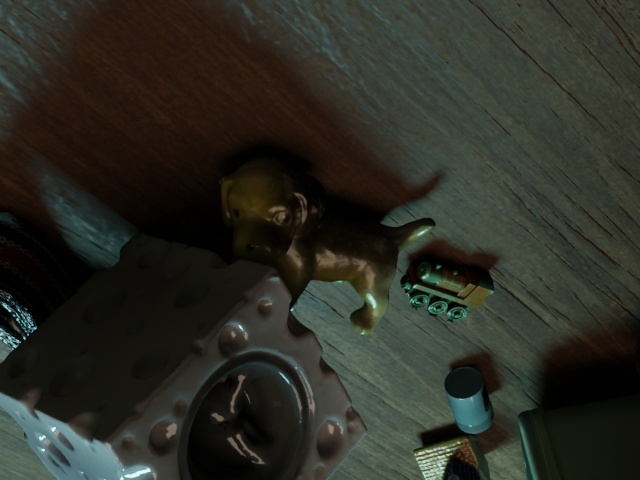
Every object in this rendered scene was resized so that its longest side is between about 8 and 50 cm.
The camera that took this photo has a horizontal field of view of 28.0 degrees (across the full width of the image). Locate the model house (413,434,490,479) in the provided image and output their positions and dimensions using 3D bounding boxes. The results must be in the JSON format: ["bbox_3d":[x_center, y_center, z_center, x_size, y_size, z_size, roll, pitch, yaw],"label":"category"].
[{"bbox_3d":[0.178,0.322,1.741,0.087,0.101,0.100,-17,137,16],"label":"model house"}]

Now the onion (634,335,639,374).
[{"bbox_3d":[0.432,0.141,1.541,0.118,0.117,0.119,-12,112,-31],"label":"onion"}]

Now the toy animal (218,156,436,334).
[{"bbox_3d":[-0.015,0.008,1.348,0.233,0.121,0.169,16,124,-28],"label":"toy animal"}]

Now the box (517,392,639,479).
[{"bbox_3d":[0.453,0.324,1.689,0.343,0.177,0.352,-13,148,5],"label":"box"}]

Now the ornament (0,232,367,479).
[{"bbox_3d":[-0.145,0.171,1.312,0.239,0.239,0.240,12,140,46],"label":"ornament"}]

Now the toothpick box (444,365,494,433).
[{"bbox_3d":[0.190,0.204,1.642,0.052,0.052,0.083,-13,138,9],"label":"toothpick box"}]

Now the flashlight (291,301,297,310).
[{"bbox_3d":[-0.082,0.060,1.462,0.110,0.031,0.052,-7,116,7],"label":"flashlight"}]

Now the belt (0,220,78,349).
[{"bbox_3d":[-0.279,0.108,1.431,0.126,0.094,0.359,-3,143,37],"label":"belt"}]

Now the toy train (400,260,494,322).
[{"bbox_3d":[0.142,0.053,1.468,0.103,0.044,0.064,19,131,-29],"label":"toy train"}]
